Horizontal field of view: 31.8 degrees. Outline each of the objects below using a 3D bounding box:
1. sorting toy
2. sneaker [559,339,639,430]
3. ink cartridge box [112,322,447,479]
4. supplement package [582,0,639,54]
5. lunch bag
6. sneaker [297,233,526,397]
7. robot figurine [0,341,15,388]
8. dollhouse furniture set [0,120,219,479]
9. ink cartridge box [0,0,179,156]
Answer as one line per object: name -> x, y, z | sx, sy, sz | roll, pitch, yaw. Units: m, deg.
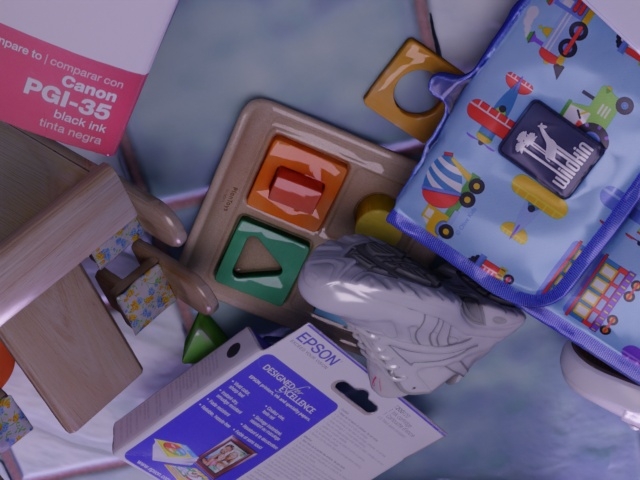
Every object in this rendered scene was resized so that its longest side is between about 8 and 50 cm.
sorting toy -> 0.000, 0.000, 0.891 | 0.196, 0.047, 0.348 | 20, 116, -12
sneaker -> 0.317, 0.173, 0.959 | 0.290, 0.106, 0.123 | 21, 114, -14
ink cartridge box -> -0.032, 0.160, 0.955 | 0.208, 0.045, 0.206 | -34, 129, 17
supplement package -> 0.171, -0.260, 0.628 | 0.199, 0.263, 0.198 | 37, 112, -20
lunch bag -> 0.208, -0.050, 0.830 | 0.293, 0.138, 0.221 | 30, 105, -5
sneaker -> 0.062, 0.071, 0.853 | 0.232, 0.090, 0.115 | 18, 108, -44
robot figurine -> -0.300, 0.045, 0.863 | 0.158, 0.128, 0.219 | 24, 121, 25
dollhouse furniture set -> -0.180, 0.045, 0.759 | 0.212, 0.161, 0.242 | -42, 136, -22
ink cartridge box -> -0.112, -0.225, 0.650 | 0.117, 0.207, 0.283 | 21, 126, -14
